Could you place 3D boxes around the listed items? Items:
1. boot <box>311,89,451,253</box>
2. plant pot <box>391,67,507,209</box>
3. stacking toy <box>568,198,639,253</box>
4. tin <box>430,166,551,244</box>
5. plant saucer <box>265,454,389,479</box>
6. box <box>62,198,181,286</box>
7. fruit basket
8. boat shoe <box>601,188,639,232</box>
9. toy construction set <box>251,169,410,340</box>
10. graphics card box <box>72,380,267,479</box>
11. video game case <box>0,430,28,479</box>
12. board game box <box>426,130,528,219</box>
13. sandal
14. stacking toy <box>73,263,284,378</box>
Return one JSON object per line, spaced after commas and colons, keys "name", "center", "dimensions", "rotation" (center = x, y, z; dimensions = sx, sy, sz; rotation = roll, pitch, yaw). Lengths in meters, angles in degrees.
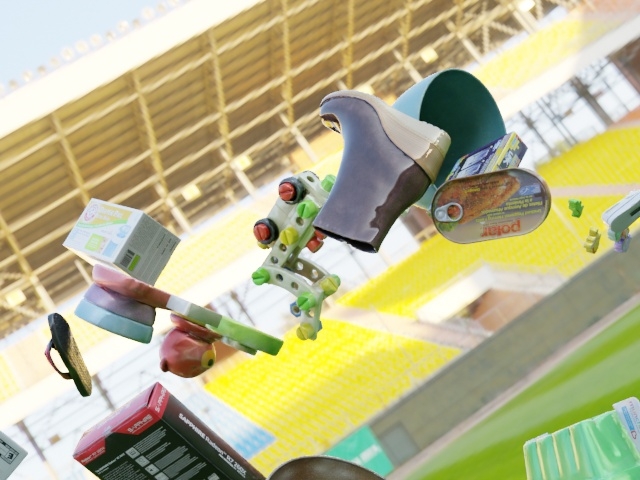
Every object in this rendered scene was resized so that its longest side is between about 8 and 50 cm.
{"name": "boot", "center": [0.044, -0.104, 1.357], "dimensions": [0.207, 0.248, 0.090], "rotation": [-53, -40, -14]}
{"name": "plant pot", "center": [0.219, -0.186, 1.919], "dimensions": [0.195, 0.290, 0.290], "rotation": [-8, 12, 45]}
{"name": "stacking toy", "center": [0.588, -0.007, 1.861], "dimensions": [0.221, 0.167, 0.052], "rotation": [39, -106, -55]}
{"name": "tin", "center": [0.266, -0.053, 1.469], "dimensions": [0.189, 0.106, 0.040], "rotation": [-9, 0, 28]}
{"name": "plant saucer", "center": [0.048, 0.429, 1.309], "dimensions": [0.310, 0.310, 0.050], "rotation": [-17, -39, -57]}
{"name": "box", "center": [-0.378, 0.003, 1.782], "dimensions": [0.103, 0.203, 0.114], "rotation": [40, -108, -39]}
{"name": "fruit basket", "center": [0.457, 0.431, 1.396], "dimensions": [0.165, 0.353, 0.327], "rotation": [-19, -17, -23]}
{"name": "boat shoe", "center": [0.393, -0.049, 1.167], "dimensions": [0.100, 0.035, 0.035], "rotation": [-37, 33, 7]}
{"name": "toy construction set", "center": [0.000, 0.000, 1.673], "dimensions": [0.328, 0.215, 0.151], "rotation": [-51, -14, 19]}
{"name": "graphics card box", "center": [-0.300, 0.484, 1.970], "dimensions": [0.232, 0.371, 0.094], "rotation": [-36, 20, 22]}
{"name": "video game case", "center": [-0.637, 0.372, 1.586], "dimensions": [0.193, 0.212, 0.023], "rotation": [-52, 24, -21]}
{"name": "board game box", "center": [0.280, -0.107, 1.679], "dimensions": [0.141, 0.048, 0.170], "rotation": [-25, 22, 46]}
{"name": "sandal", "center": [-0.384, 0.178, 1.411], "dimensions": [0.040, 0.067, 0.179], "rotation": [-9, -43, -1]}
{"name": "stacking toy", "center": [-0.230, 0.160, 1.520], "dimensions": [0.309, 0.279, 0.130], "rotation": [29, -99, -46]}
